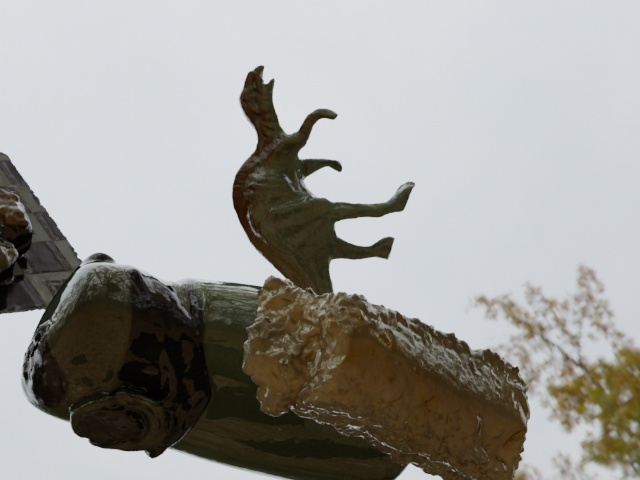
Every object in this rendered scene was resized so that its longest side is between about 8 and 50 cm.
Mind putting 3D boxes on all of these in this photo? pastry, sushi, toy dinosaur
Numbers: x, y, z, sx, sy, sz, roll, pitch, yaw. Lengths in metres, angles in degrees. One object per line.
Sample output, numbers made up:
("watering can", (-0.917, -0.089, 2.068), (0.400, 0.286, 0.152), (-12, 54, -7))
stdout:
("pastry", (0.058, 0.107, 0.873), (0.258, 0.121, 0.089), (32, -46, -33))
("sushi", (-0.464, -0.037, 1.352), (0.359, 0.343, 0.064), (-5, -52, -39))
("toy dinosaur", (0.000, 0.000, 1.330), (0.206, 0.092, 0.392), (2, -88, -1))

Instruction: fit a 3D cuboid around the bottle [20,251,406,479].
("bottle", (-0.083, 0.114, 1.004), (0.347, 0.168, 0.168), (15, -63, -28))
